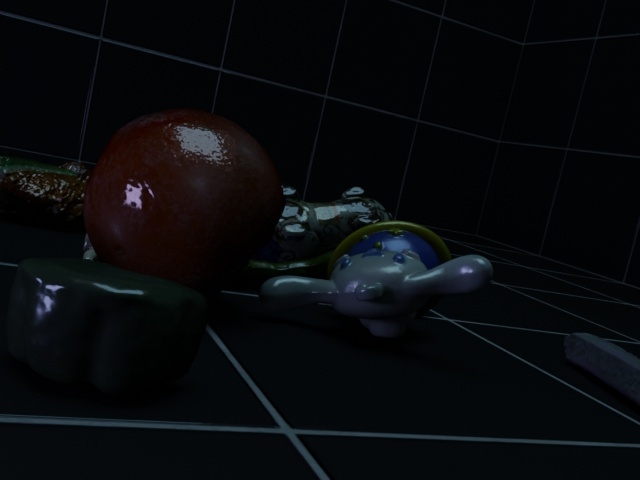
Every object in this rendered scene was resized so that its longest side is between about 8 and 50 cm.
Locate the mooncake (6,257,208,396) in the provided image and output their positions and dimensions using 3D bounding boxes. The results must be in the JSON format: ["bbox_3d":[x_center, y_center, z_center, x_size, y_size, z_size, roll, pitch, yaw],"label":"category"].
[{"bbox_3d":[-0.195,0.072,0.648,0.168,0.104,0.175,5,8,-31],"label":"mooncake"}]

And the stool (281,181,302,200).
[{"bbox_3d":[-0.096,-0.056,1.649,0.228,0.153,0.139,13,7,2],"label":"stool"}]

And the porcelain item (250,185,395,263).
[{"bbox_3d":[0.000,0.000,1.363,0.288,0.186,0.138,-5,44,-16],"label":"porcelain item"}]

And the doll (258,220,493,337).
[{"bbox_3d":[0.067,0.075,1.036,0.311,0.160,0.242,-7,22,-4],"label":"doll"}]

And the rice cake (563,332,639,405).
[{"bbox_3d":[0.442,0.196,0.972,0.072,0.056,0.365,17,6,-8],"label":"rice cake"}]

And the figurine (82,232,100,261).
[{"bbox_3d":[-0.332,0.003,1.113,0.083,0.083,0.187,12,17,-7],"label":"figurine"}]

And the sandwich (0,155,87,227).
[{"bbox_3d":[-0.520,-0.076,1.318,0.160,0.109,0.185,39,17,28],"label":"sandwich"}]

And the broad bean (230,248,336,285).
[{"bbox_3d":[-0.064,0.037,1.155,0.292,0.049,0.144,-7,-28,-11],"label":"broad bean"}]

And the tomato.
[{"bbox_3d":[-0.185,-0.050,0.938,0.265,0.265,0.265,12,7,-1],"label":"tomato"}]

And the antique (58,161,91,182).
[{"bbox_3d":[-0.581,-0.137,1.656,0.104,0.104,0.104,12,7,-1],"label":"antique"}]
